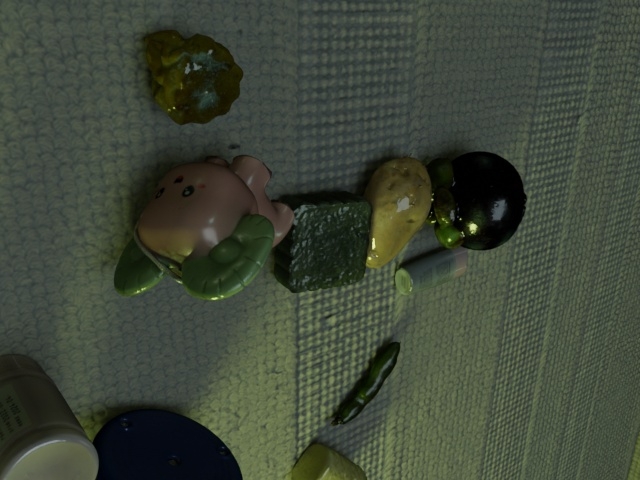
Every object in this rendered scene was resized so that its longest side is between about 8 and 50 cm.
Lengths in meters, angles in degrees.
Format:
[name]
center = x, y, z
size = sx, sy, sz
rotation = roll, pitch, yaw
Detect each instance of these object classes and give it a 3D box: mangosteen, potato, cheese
[mangosteen]
center = 0.333, -0.087, 1.443
size = 0.243, 0.243, 0.243
rotation = -16, 118, -33
[potato]
center = 0.148, -0.058, 1.347
size = 0.235, 0.128, 0.161
rotation = -52, 131, -3
[cheese]
center = 0.021, 0.554, 1.533
size = 0.123, 0.094, 0.167
rotation = -48, 128, 1

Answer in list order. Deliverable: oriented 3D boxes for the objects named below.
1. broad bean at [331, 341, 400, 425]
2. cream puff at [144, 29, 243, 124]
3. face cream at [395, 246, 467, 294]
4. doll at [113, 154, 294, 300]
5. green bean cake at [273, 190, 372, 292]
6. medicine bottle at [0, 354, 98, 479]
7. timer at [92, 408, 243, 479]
[broad bean]
center = 0.116, 0.341, 1.547
size = 0.254, 0.046, 0.065
rotation = -51, 132, -9
[cream puff]
center = -0.200, -0.254, 1.000
size = 0.146, 0.116, 0.146
rotation = -33, 152, -21
[face cream]
center = 0.264, 0.070, 1.546
size = 0.198, 0.057, 0.084
rotation = -17, 119, -36
[doll]
center = -0.173, -0.005, 1.031
size = 0.216, 0.284, 0.268
rotation = 58, 45, -38
[green bean cake]
center = 0.000, 0.000, 1.274
size = 0.185, 0.094, 0.183
rotation = -9, 114, -36
[medicine bottle]
center = -0.422, 0.272, 0.942
size = 0.133, 0.249, 0.133
rotation = -17, 119, -32
[timer]
center = -0.331, 0.523, 1.155
size = 0.270, 0.270, 0.383
rotation = 13, 113, -42
